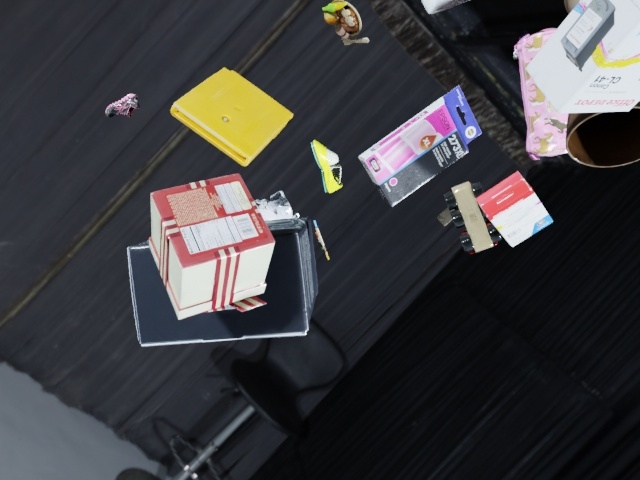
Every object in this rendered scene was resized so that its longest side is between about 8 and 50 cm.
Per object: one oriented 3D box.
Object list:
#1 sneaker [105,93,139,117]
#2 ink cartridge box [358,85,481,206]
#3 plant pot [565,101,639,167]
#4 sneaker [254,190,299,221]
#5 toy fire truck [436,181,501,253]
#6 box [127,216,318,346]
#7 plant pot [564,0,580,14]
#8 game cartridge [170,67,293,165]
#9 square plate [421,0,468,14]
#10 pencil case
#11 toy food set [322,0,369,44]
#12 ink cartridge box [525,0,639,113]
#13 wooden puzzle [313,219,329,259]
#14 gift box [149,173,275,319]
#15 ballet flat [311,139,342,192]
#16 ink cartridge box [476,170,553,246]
[{"bbox_3d":[-0.607,-0.402,1.793,0.057,0.119,0.047,65,18,-1],"label":"sneaker"},{"bbox_3d":[0.307,-0.277,1.714,0.175,0.371,0.069,55,-5,-25],"label":"ink cartridge box"},{"bbox_3d":[0.696,-0.333,1.406,0.215,0.215,0.230,40,47,-44],"label":"plant pot"},{"bbox_3d":[-0.244,-0.131,2.239,0.366,0.210,0.137,47,10,-41],"label":"sneaker"},{"bbox_3d":[0.472,-0.063,1.903,0.246,0.158,0.217,7,62,-77],"label":"toy fire truck"},{"bbox_3d":[-0.266,0.106,1.794,0.472,0.480,0.297,-66,151,-83],"label":"box"},{"bbox_3d":[0.712,-0.568,1.431,0.237,0.109,0.237,23,-15,7],"label":"plant pot"},{"bbox_3d":[-0.271,-0.403,1.856,0.285,0.052,0.323,36,42,-2],"label":"game cartridge"},{"bbox_3d":[0.371,-0.821,1.569,0.347,0.344,0.049,66,-12,2],"label":"square plate"},{"bbox_3d":[0.696,-0.445,1.784,0.167,0.160,0.386,0,-69,39],"label":"pencil case"},{"bbox_3d":[0.068,-0.681,1.800,0.132,0.038,0.192,16,-32,44],"label":"toy food set"},{"bbox_3d":[0.565,-0.379,1.046,0.226,0.306,0.131,-7,60,-27],"label":"ink cartridge box"},{"bbox_3d":[0.000,0.000,1.842,0.078,0.014,0.116,72,-2,-65],"label":"wooden puzzle"},{"bbox_3d":[-0.244,0.025,1.388,0.258,0.276,0.255,112,-40,-51],"label":"gift box"},{"bbox_3d":[0.029,-0.259,2.001,0.231,0.077,0.077,72,9,-46],"label":"ballet flat"},{"bbox_3d":[0.518,-0.093,1.575,0.231,0.134,0.078,39,24,-42],"label":"ink cartridge box"}]
